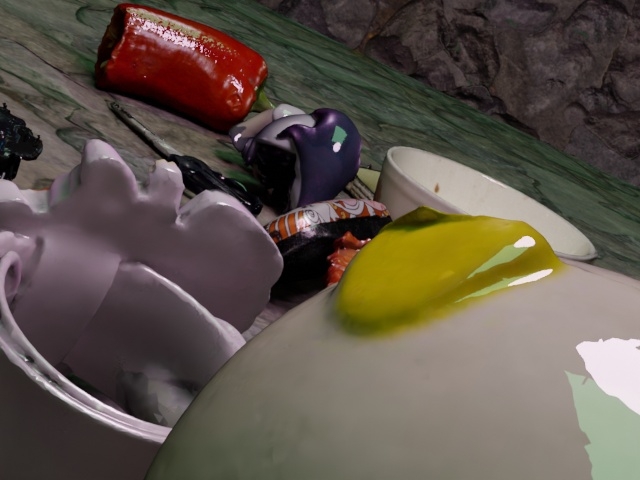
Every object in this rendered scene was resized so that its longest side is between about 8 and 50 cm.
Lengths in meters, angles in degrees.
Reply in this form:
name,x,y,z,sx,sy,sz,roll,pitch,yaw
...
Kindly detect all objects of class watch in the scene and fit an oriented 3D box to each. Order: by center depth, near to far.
name,x,y,z,sx,sy,sz,roll,pitch,yaw
watch,-0.122,0.070,0.757,0.244,0.196,0.231,19,24,-34

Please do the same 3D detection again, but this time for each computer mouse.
name,x,y,z,sx,sy,sz,roll,pitch,yaw
computer mouse,-0.333,-0.084,1.088,0.147,0.077,0.241,21,13,-15

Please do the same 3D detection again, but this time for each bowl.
name,x,y,z,sx,sy,sz,roll,pitch,yaw
bowl,0.176,0.009,1.443,0.277,0.145,0.277,25,16,-8

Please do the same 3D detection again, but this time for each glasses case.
name,x,y,z,sx,sy,sz,roll,pitch,yaw
glasses case,0.000,0.000,1.263,0.067,0.103,0.267,62,20,9

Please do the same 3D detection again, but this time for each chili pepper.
name,x,y,z,sx,sy,sz,roll,pitch,yaw
chili pepper,-0.146,-0.228,1.710,0.338,0.134,0.131,18,5,-19

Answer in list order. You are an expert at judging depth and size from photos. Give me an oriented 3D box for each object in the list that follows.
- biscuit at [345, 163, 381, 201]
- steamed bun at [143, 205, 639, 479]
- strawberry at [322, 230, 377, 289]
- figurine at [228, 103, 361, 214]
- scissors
name,x,y,z,sx,sy,sz,roll,pitch,yaw
biscuit,0.122,-0.064,1.768,0.199,0.040,0.121,11,24,-37
steamed bun,0.093,0.177,0.488,0.374,0.333,0.334,31,17,18
strawberry,0.075,0.093,1.127,0.188,0.106,0.286,22,29,3
figurine,-0.019,-0.108,1.520,0.145,0.145,0.222,18,15,-25
scissors,-0.181,-0.109,1.487,0.109,0.022,0.300,13,20,-48
